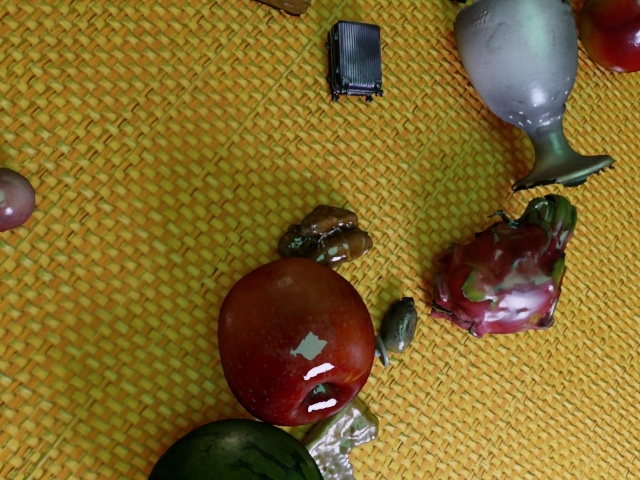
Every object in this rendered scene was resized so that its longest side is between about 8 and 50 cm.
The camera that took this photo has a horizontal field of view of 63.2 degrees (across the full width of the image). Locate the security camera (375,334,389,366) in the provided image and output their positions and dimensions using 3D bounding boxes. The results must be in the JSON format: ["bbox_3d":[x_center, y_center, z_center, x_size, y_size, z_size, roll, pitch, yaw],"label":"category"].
[{"bbox_3d":[0.061,0.195,0.845,0.092,0.058,0.058,-17,94,-6],"label":"security camera"}]

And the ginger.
[{"bbox_3d":[0.000,0.000,0.812,0.162,0.073,0.103,-26,95,-17],"label":"ginger"}]

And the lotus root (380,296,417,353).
[{"bbox_3d":[0.131,0.138,0.862,0.049,0.054,0.099,24,81,-37],"label":"lotus root"}]

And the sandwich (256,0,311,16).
[{"bbox_3d":[-0.110,-0.515,0.784,0.249,0.095,0.273,12,85,-14],"label":"sandwich"}]

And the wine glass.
[{"bbox_3d":[0.358,-0.262,0.882,0.191,0.190,0.356,-21,94,-18],"label":"wine glass"}]

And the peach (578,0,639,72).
[{"bbox_3d":[0.590,-0.408,0.975,0.198,0.197,0.197,1,88,-19],"label":"peach"}]

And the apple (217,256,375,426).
[{"bbox_3d":[-0.034,0.139,0.721,0.219,0.201,0.218,-12,132,-14],"label":"apple"}]

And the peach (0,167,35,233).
[{"bbox_3d":[-0.414,-0.052,0.672,0.083,0.083,0.083,1,88,-19],"label":"peach"}]

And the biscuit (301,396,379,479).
[{"bbox_3d":[0.041,0.354,0.833,0.174,0.039,0.183,43,77,-11],"label":"biscuit"}]

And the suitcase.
[{"bbox_3d":[0.057,-0.292,0.848,0.086,0.059,0.126,-2,89,-20],"label":"suitcase"}]

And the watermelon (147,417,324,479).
[{"bbox_3d":[-0.109,0.354,0.676,0.243,0.242,0.242,1,88,-19],"label":"watermelon"}]

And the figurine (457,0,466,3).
[{"bbox_3d":[0.255,-0.499,0.926,0.079,0.077,0.136,30,95,19],"label":"figurine"}]

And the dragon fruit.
[{"bbox_3d":[0.302,0.036,0.871,0.200,0.198,0.269,13,75,26],"label":"dragon fruit"}]
